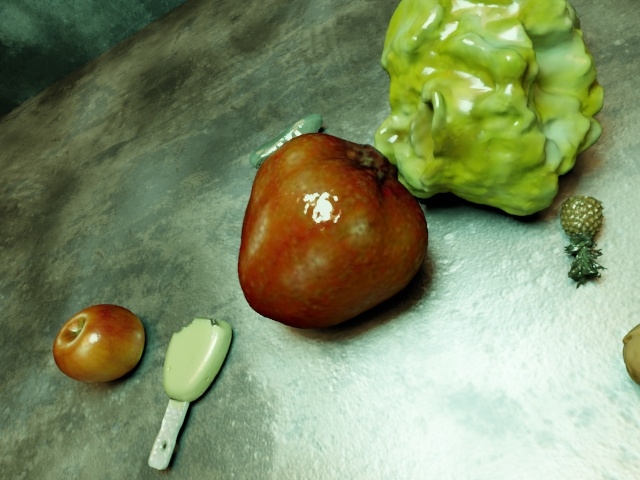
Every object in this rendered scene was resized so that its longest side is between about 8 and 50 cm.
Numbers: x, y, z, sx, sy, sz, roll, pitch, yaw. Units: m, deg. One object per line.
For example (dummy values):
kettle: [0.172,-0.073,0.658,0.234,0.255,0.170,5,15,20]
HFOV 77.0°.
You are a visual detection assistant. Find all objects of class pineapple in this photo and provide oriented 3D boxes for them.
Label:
pineapple: [0.363,0.000,0.561,0.058,0.058,0.124,3,62,30]

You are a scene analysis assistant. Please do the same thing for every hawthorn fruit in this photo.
hawthorn fruit: [0.007,-0.009,0.620,0.295,0.295,0.311,26,78,37]

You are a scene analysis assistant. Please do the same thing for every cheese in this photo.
cheese: [-0.246,0.262,0.718,0.127,0.050,0.256,1,60,28]

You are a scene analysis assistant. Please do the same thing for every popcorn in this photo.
popcorn: [0.243,-0.222,0.631,0.292,0.293,0.335,-156,77,-67]

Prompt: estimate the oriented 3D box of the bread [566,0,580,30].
bread: [0.361,-0.359,0.760,0.209,0.110,0.192,-8,51,24]

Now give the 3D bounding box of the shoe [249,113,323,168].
shoe: [-0.068,-0.211,0.929,0.195,0.079,0.078,-30,86,-3]

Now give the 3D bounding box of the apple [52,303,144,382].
apple: [-0.440,0.203,0.802,0.163,0.139,0.164,-14,56,22]

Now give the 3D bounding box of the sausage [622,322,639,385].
sausage: [0.469,0.075,0.413,0.304,0.121,0.121,-36,50,5]
